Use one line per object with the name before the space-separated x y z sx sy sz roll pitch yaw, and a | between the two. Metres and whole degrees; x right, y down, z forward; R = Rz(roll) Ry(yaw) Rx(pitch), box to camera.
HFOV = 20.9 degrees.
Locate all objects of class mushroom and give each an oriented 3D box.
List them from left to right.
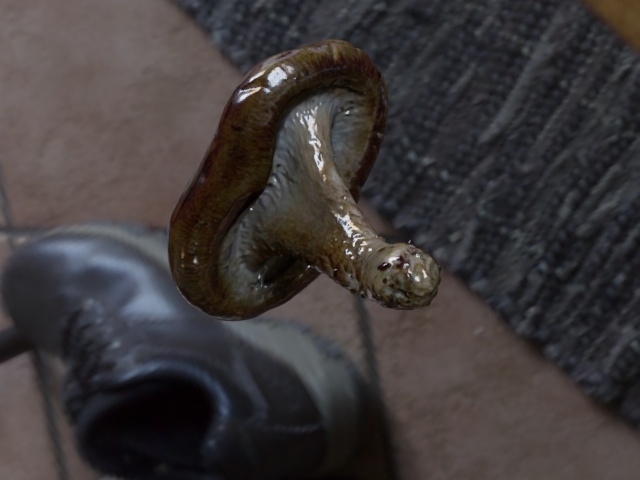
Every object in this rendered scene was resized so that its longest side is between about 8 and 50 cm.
mushroom | 0.000 0.000 1.190 0.217 0.148 0.227 49 128 42
